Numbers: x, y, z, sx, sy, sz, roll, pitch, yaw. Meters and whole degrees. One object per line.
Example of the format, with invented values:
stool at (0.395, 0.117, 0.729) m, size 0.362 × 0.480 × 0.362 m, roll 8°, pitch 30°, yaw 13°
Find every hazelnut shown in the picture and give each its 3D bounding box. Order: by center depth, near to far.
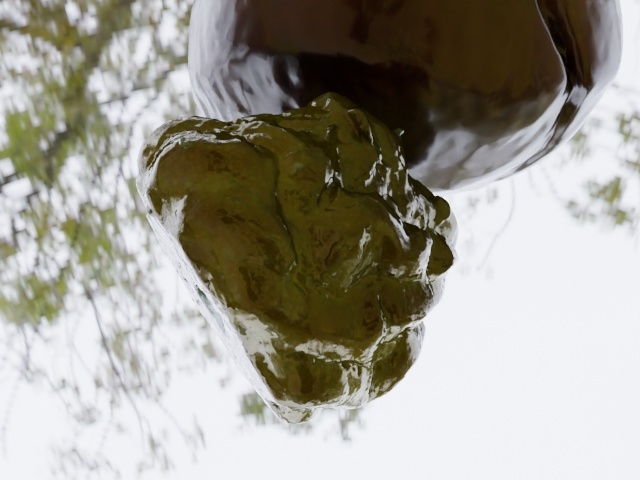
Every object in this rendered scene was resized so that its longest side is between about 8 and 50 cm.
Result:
hazelnut at (0.034, -0.118, 0.918) m, size 0.208 × 0.208 × 0.208 m, roll 0°, pitch -112°, yaw 0°

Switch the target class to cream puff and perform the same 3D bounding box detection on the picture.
cream puff at (0.000, 0.000, 0.812) m, size 0.116 × 0.146 × 0.146 m, roll -29°, pitch -109°, yaw -8°
